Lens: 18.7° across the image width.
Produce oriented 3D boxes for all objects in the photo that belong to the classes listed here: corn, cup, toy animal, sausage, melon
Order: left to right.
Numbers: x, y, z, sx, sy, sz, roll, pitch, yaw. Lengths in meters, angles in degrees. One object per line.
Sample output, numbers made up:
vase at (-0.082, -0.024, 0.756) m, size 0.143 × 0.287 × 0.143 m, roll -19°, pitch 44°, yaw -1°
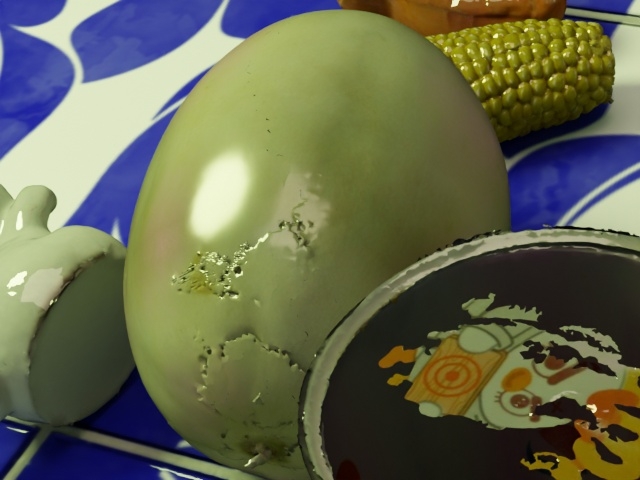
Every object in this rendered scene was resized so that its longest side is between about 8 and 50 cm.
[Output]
toy animal at (-0.217, 0.046, 1.221) m, size 0.193 × 0.127 × 0.178 m, roll 13°, pitch 48°, yaw 24°
melon at (0.000, 0.000, 1.143) m, size 0.223 × 0.223 × 0.317 m, roll 1°, pitch 45°, yaw 16°
corn at (0.074, -0.098, 1.343) m, size 0.260 × 0.091 × 0.091 m, roll -11°, pitch 43°, yaw -5°
sausage at (0.096, -0.182, 1.440) m, size 0.179 × 0.089 × 0.089 m, roll 15°, pitch 47°, yaw 21°
cup at (0.111, 0.165, 0.870) m, size 0.203 × 0.288 × 0.203 m, roll -7°, pitch 41°, yaw 6°
